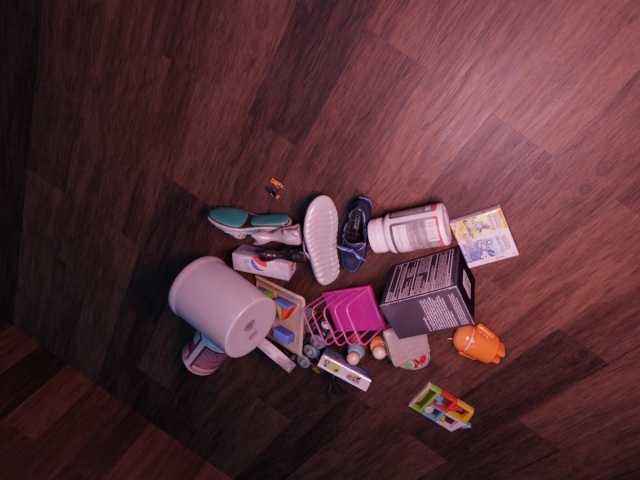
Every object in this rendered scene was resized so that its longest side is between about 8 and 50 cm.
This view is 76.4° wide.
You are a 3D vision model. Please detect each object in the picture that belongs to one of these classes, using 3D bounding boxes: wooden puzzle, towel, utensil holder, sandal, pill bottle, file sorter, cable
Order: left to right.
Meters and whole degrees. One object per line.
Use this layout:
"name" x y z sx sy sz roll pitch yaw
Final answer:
"pill bottle" -0.563 0.533 2.169 0.224 0.224 0.392 40 124 -3
"utensil holder" -0.443 0.298 1.864 0.385 0.327 0.327 29 126 29
"wooden puzzle" -0.216 0.368 1.951 0.322 0.080 0.348 20 120 36
"sandal" -0.012 0.005 1.729 0.102 0.169 0.416 26 129 46
"cable" 0.057 0.715 2.146 0.139 0.072 0.287 -22 122 7
"file sorter" 0.094 0.337 1.764 0.290 0.182 0.202 -16 99 46
"towel" 0.374 0.435 1.754 0.187 0.049 0.282 -23 132 -4
"pill bottle" 0.336 -0.039 1.545 0.283 0.161 0.161 -10 113 26

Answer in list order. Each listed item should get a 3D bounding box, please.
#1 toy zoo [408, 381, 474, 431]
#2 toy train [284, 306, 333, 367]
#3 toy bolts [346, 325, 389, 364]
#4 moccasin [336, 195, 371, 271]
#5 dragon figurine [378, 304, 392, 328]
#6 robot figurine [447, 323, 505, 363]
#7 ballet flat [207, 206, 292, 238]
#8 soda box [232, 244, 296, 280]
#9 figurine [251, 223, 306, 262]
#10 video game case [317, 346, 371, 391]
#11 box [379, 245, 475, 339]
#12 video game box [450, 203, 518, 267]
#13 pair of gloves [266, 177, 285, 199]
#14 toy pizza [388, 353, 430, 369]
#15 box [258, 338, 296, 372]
"toy zoo" 0.607 0.828 1.992 0.293 0.030 0.192 30 124 3
"toy train" -0.068 0.484 2.012 0.190 0.142 0.334 39 128 14
"toy bolts" 0.195 0.470 1.878 0.218 0.158 0.228 45 123 -6
"moccasin" 0.127 -0.012 1.667 0.137 0.117 0.342 10 120 16
"dragon figurine" 0.306 0.304 1.789 0.289 0.144 0.085 29 127 27
"robot figurine" 0.653 0.426 1.698 0.219 0.128 0.158 24 163 8
"ballet flat" -0.315 -0.057 1.816 0.400 0.139 0.139 6 119 14
"soda box" -0.261 0.100 1.891 0.286 0.098 0.091 11 120 16
"figurine" -0.178 0.020 1.733 0.209 0.092 0.215 -6 143 4
"video game case" 0.115 0.601 1.932 0.244 0.269 0.061 27 87 6
"box" 0.420 0.199 1.564 0.294 0.296 0.183 -19 109 30
"video game box" 0.612 -0.012 1.523 0.187 0.048 0.205 -21 108 27
"pair of gloves" -0.192 -0.222 1.740 0.074 0.010 0.083 36 127 -2
"toy pizza" 0.409 0.535 1.908 0.201 0.032 0.201 9 120 16
"box" -0.245 0.554 2.043 0.231 0.056 0.183 44 164 -12
